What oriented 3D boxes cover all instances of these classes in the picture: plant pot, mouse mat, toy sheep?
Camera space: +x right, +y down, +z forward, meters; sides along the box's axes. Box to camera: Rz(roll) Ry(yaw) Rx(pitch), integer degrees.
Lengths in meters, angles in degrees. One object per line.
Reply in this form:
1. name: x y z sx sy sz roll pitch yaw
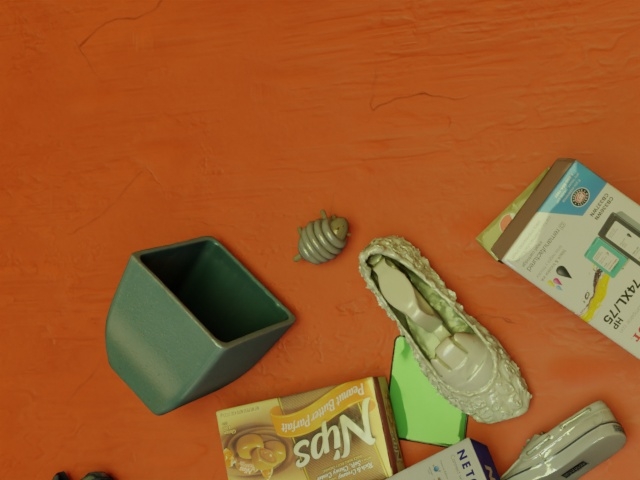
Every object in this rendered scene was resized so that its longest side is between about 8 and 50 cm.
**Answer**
1. plant pot: -0.248 0.177 1.938 0.247 0.248 0.252 43 116 18
2. mouse mat: 0.196 0.272 1.894 0.152 0.007 0.190 6 85 19
3. toy sheep: 0.000 0.000 1.948 0.132 0.091 0.091 -39 74 26

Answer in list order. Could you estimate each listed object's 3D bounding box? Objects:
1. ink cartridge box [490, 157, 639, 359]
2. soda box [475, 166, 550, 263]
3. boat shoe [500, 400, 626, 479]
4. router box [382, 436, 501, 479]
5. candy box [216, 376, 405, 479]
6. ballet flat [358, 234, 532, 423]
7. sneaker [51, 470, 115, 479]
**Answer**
1. ink cartridge box: 0.449 0.023 1.698 0.270 0.197 0.198 35 96 1
2. soda box: 0.359 -0.043 1.840 0.181 0.061 0.058 -46 72 9
3. boat shoe: 0.386 0.364 1.779 0.267 0.096 0.088 -42 43 24
4. router box: 0.192 0.541 1.728 0.301 0.082 0.335 -32 57 18
5. candy box: -0.020 0.368 1.912 0.316 0.087 0.183 -15 80 18
6. ballet flat: 0.197 0.158 1.834 0.147 0.147 0.409 -43 72 10
7. sneaker: -0.411 0.509 2.025 0.300 0.111 0.121 -1 80 17
